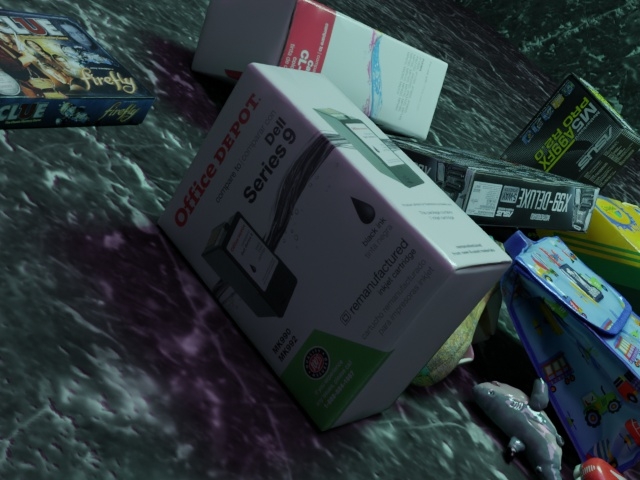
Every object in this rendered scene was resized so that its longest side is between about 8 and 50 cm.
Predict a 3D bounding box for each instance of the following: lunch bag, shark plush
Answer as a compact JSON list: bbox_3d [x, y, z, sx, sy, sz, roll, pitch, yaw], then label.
[{"bbox_3d":[0.320,0.115,1.091,0.293,0.138,0.221,54,27,8],"label":"lunch bag"},{"bbox_3d":[0.222,0.227,0.966,0.067,0.073,0.161,-3,64,-28],"label":"shark plush"}]

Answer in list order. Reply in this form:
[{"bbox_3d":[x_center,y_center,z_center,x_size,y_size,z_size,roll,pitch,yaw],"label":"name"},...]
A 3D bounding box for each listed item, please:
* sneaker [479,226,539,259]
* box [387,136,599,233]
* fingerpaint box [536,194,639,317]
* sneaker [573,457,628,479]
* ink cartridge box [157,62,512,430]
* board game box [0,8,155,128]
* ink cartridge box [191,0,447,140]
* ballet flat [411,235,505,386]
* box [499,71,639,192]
[{"bbox_3d":[0.315,0.018,1.392,0.067,0.078,0.188,12,34,-42],"label":"sneaker"},{"bbox_3d":[0.225,-0.087,1.321,0.307,0.076,0.242,2,16,-42],"label":"box"},{"bbox_3d":[0.589,0.114,1.479,0.445,0.163,0.371,7,38,-48],"label":"fingerpaint box"},{"bbox_3d":[0.393,0.307,0.928,0.279,0.118,0.107,37,24,1],"label":"sneaker"},{"bbox_3d":[0.000,0.000,0.851,0.289,0.211,0.121,47,28,25],"label":"ink cartridge box"},{"bbox_3d":[-0.318,-0.192,0.974,0.165,0.042,0.243,43,25,16],"label":"board game box"},{"bbox_3d":[0.000,-0.256,1.310,0.306,0.131,0.226,16,3,-40],"label":"ink cartridge box"},{"bbox_3d":[0.157,0.084,1.049,0.123,0.123,0.348,42,24,11],"label":"ballet flat"},{"bbox_3d":[0.417,-0.136,1.569,0.060,0.270,0.216,25,27,-26],"label":"box"}]
